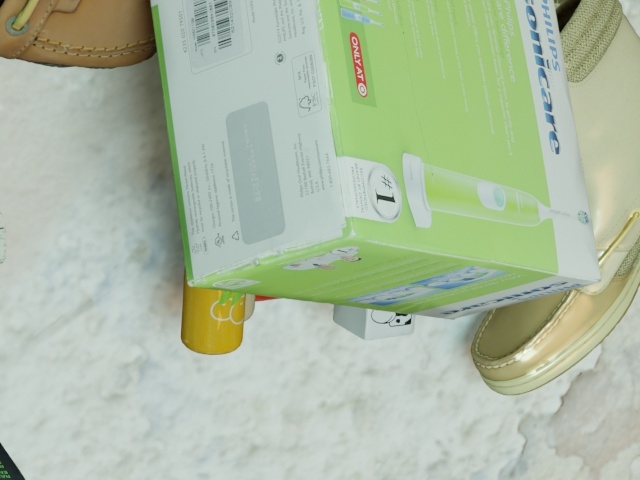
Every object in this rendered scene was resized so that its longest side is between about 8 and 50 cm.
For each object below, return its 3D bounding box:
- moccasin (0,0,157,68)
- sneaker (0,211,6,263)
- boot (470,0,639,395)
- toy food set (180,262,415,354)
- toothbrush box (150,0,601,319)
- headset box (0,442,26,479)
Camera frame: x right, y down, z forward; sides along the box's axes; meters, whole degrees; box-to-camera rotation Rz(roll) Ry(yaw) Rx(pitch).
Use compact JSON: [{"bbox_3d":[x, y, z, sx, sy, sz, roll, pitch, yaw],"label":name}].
[{"bbox_3d":[-0.139,-0.286,1.110,0.147,0.139,0.380,-1,118,-35],"label":"moccasin"},{"bbox_3d":[-0.289,-0.087,1.119,0.146,0.102,0.293,-23,117,-16],"label":"sneaker"},{"bbox_3d":[0.157,-0.041,1.355,0.262,0.095,0.203,-49,122,-7],"label":"boot"},{"bbox_3d":[0.000,0.000,1.287,0.232,0.111,0.104,-6,110,-31],"label":"toy food set"},{"bbox_3d":[0.039,-0.072,1.164,0.283,0.122,0.206,8,70,-53],"label":"toothbrush box"},{"bbox_3d":[-0.273,0.208,1.131,0.131,0.283,0.246,1,109,-27],"label":"headset box"}]
